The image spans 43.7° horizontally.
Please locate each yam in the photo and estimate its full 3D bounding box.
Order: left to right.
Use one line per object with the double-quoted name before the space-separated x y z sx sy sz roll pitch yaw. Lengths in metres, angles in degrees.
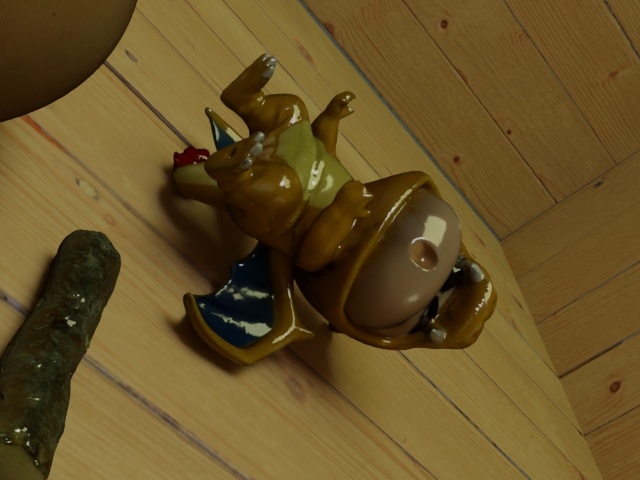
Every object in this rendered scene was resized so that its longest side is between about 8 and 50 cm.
"yam" -0.203 0.077 0.607 0.061 0.061 0.253 46 21 -25

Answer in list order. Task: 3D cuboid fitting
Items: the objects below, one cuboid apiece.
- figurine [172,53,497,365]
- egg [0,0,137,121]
"figurine" 0.003 -0.027 0.981 0.387 0.268 0.401 40 18 -31
"egg" -0.281 -0.228 0.556 0.301 0.301 0.374 55 16 0
